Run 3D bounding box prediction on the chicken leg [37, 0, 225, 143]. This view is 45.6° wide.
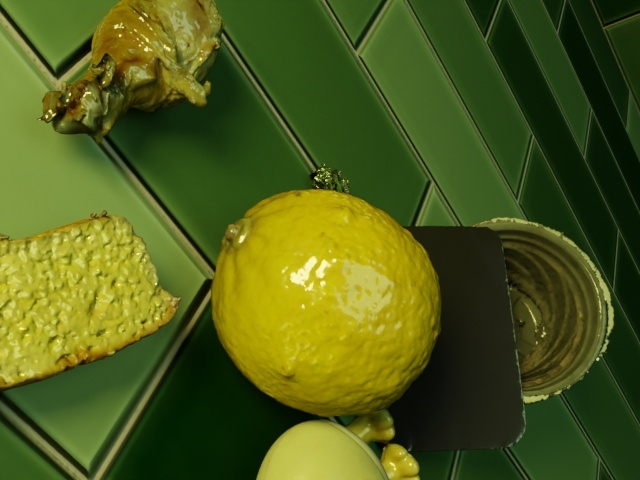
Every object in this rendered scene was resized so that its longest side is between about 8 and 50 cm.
[{"bbox_3d":[-0.147,-0.144,0.638,0.228,0.088,0.103,-71,145,-44],"label":"chicken leg"}]

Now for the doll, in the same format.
[{"bbox_3d":[-0.019,0.247,0.631,0.296,0.117,0.141,-36,102,-53],"label":"doll"}]

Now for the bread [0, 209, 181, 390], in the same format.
[{"bbox_3d":[-0.186,0.042,0.532,0.187,0.065,0.103,-24,95,-53],"label":"bread"}]

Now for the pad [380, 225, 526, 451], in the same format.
[{"bbox_3d":[0.142,0.109,0.894,0.004,0.181,0.267,105,-16,-71],"label":"pad"}]

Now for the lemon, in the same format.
[{"bbox_3d":[0.004,0.055,0.674,0.231,0.192,0.192,34,50,-25],"label":"lemon"}]

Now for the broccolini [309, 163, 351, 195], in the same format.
[{"bbox_3d":[0.006,-0.003,0.822,0.054,0.052,0.194,38,49,-35],"label":"broccolini"}]

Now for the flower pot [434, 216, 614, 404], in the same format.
[{"bbox_3d":[0.238,0.100,0.980,0.140,0.235,0.236,88,0,-71],"label":"flower pot"}]
